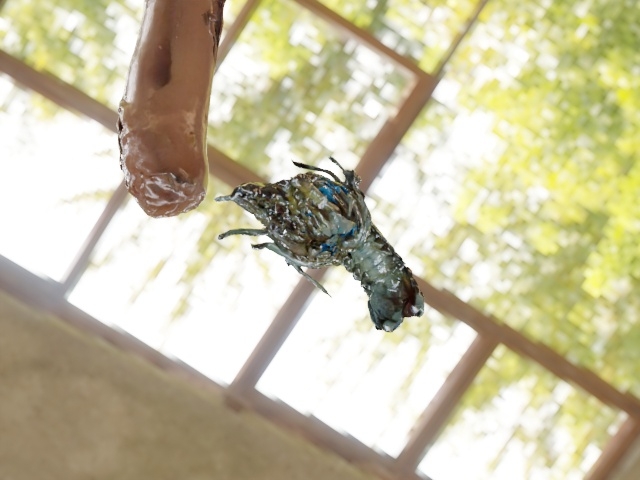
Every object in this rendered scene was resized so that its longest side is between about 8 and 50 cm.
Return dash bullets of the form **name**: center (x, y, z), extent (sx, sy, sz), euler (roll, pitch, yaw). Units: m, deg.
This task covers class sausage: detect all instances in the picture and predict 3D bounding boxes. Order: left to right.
- **sausage**: center (-0.109, -0.157, 1.349), extent (0.078, 0.078, 0.304), euler (21, -118, -38)

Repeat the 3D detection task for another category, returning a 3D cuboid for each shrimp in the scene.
- **shrimp**: center (-0.001, -0.003, 1.124), extent (0.174, 0.082, 0.076), euler (41, -158, -47)
